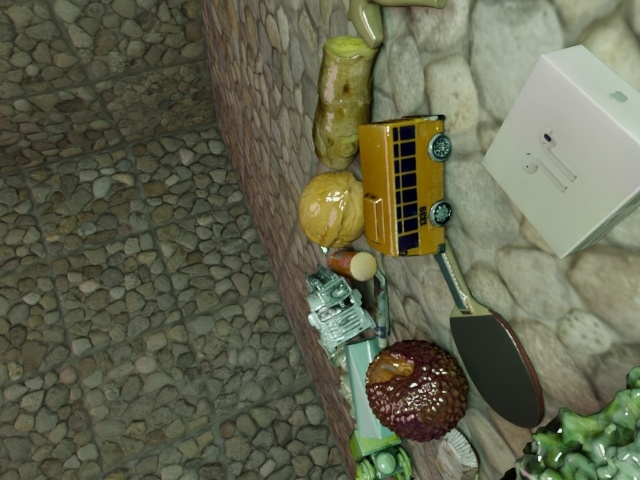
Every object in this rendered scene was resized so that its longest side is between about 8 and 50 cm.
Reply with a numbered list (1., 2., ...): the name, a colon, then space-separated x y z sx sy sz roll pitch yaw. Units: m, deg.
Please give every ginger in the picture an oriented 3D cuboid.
1. ginger: 0.041 -0.232 0.737 0.109 0.117 0.263 24 143 11

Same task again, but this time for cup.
1. cup: 0.138 0.377 1.072 0.148 0.134 0.236 14 -122 -74

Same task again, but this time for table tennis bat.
1. table tennis bat: 0.239 0.138 0.628 0.173 0.022 0.302 131 118 -74

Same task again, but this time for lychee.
1. lychee: 0.178 0.279 0.745 0.188 0.187 0.188 161 90 -75

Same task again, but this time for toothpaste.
1. toothpaste: 0.146 0.168 0.982 0.062 0.037 0.217 -129 29 -61

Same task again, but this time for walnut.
1. walnut: 0.031 -0.065 0.868 0.207 0.158 0.159 122 127 -66

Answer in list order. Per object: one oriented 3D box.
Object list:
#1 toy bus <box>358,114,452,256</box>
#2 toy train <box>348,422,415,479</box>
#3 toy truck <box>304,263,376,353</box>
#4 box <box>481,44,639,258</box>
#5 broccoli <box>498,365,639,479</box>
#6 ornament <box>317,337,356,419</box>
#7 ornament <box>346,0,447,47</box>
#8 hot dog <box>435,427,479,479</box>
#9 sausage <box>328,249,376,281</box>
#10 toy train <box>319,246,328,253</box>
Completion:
1. toy bus: 0.119 -0.075 0.597 0.098 0.114 0.201 -145 46 -64
2. toy train: 0.174 0.661 1.256 0.272 0.158 0.189 94 159 -57
3. toy truck: 0.028 0.155 1.036 0.185 0.132 0.338 60 177 -1
4. box: 0.224 -0.075 0.364 0.130 0.051 0.129 96 151 -58
5. broccoli: 0.286 0.243 0.244 0.281 0.347 0.294 45 -139 -28
6. ornament: 0.100 0.382 1.227 0.286 0.130 0.120 65 -171 25
7. ornament: 0.087 -0.351 0.499 0.245 0.061 0.231 -129 22 -50
8. hot dog: 0.275 0.445 0.825 0.099 0.053 0.192 -124 18 -47
9. sausage: 0.069 0.060 1.043 0.234 0.071 0.071 178 74 -76
10. toy train: 0.000 0.000 1.313 0.045 0.029 0.092 124 125 -81
